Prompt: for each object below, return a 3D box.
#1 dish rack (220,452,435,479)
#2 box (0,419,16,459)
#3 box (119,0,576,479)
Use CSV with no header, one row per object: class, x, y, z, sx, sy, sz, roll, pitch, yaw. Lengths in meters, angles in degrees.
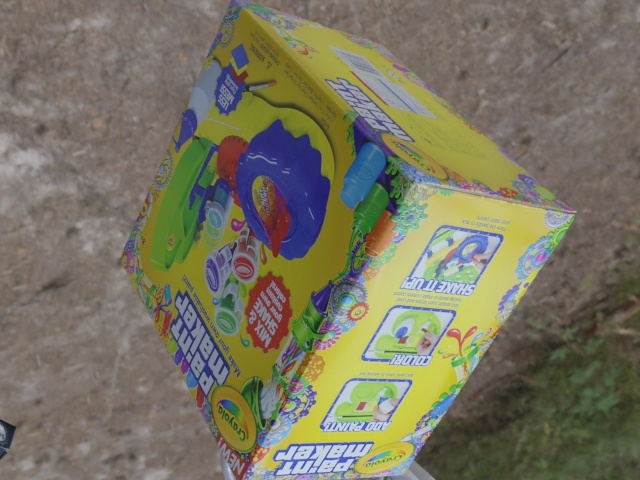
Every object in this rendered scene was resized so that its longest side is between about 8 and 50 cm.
dish rack,0.013,0.303,1.152,0.072,0.333,0.285,-22,138,-40
box,-0.228,0.113,0.523,0.083,0.018,0.067,34,121,-24
box,0.000,0.000,0.771,0.177,0.290,0.279,7,121,-38
